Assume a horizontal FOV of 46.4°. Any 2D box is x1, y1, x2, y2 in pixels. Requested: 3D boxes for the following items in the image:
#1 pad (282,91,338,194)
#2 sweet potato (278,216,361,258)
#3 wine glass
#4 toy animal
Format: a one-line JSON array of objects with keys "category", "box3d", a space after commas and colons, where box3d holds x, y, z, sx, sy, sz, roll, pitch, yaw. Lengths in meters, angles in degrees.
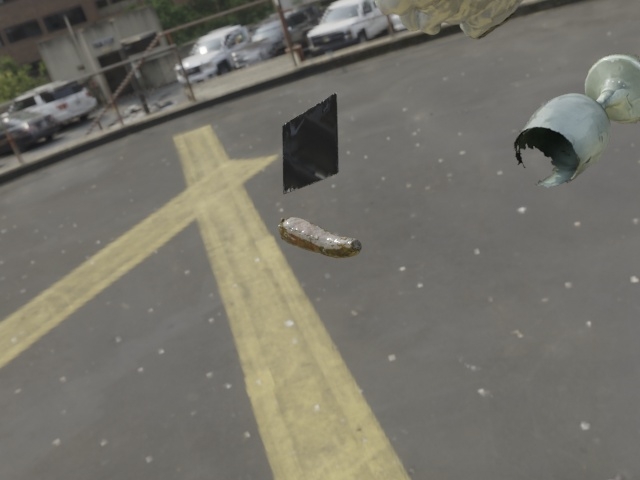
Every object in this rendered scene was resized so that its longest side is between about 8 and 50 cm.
[{"category": "pad", "box3d": [-0.025, -0.193, 1.540, 0.004, 0.163, 0.243, 3, -8, -28]}, {"category": "sweet potato", "box3d": [0.000, 0.000, 1.802, 0.273, 0.075, 0.075, 19, 42, 42]}, {"category": "wine glass", "box3d": [0.464, -0.213, 1.306, 0.321, 0.143, 0.143, -35, 27, -35]}, {"category": "toy animal", "box3d": [0.203, -0.427, 1.134, 0.258, 0.194, 0.357, -47, -16, 25]}]
